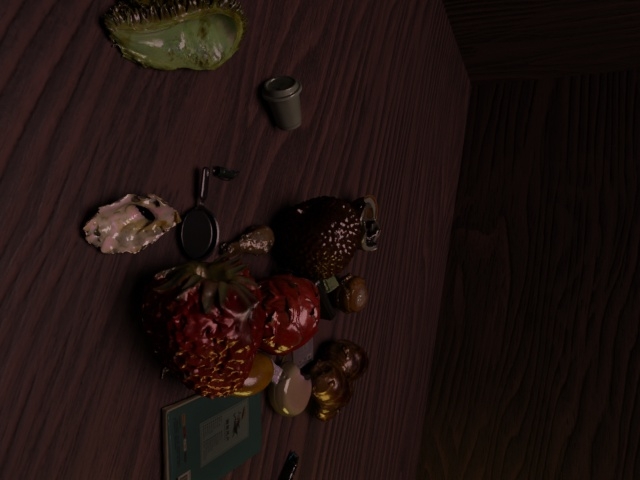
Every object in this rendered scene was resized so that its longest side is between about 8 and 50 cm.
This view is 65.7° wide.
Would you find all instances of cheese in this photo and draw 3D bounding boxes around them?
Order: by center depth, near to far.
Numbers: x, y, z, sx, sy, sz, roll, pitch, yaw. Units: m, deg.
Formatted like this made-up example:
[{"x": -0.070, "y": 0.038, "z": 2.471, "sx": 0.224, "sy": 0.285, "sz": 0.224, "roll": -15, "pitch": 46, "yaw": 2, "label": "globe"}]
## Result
[{"x": -0.116, "y": 0.445, "z": 1.561, "sx": 0.163, "sy": 0.082, "sz": 0.286, "roll": -65, "pitch": 145, "yaw": -34, "label": "cheese"}]

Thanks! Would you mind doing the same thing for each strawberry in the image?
[{"x": -0.272, "y": 0.214, "z": 1.134, "sx": 0.292, "sy": 0.292, "sz": 0.344, "roll": -20, "pitch": 128, "yaw": -58, "label": "strawberry"}]

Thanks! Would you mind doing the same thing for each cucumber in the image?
[{"x": -0.127, "y": 0.820, "z": 1.625, "sx": 0.257, "sy": 0.043, "sz": 0.044, "roll": -64, "pitch": 148, "yaw": -36, "label": "cucumber"}]

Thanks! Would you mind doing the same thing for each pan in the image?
[{"x": -0.300, "y": -0.067, "z": 1.240, "sx": 0.136, "sy": 0.028, "sz": 0.235, "roll": 1, "pitch": 95, "yaw": -61, "label": "pan"}]

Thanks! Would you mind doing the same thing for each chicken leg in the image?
[{"x": -0.201, "y": 0.009, "z": 1.390, "sx": 0.197, "sy": 0.068, "sz": 0.085, "roll": -21, "pitch": 110, "yaw": -51, "label": "chicken leg"}]

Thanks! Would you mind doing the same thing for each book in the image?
[{"x": -0.277, "y": 0.520, "z": 1.340, "sx": 0.379, "sy": 0.031, "sz": 0.265, "roll": -4, "pitch": 97, "yaw": -60, "label": "book"}, {"x": -0.061, "y": 0.348, "z": 1.719, "sx": 0.127, "sy": 0.014, "sz": 0.182, "roll": -16, "pitch": 107, "yaw": -59, "label": "book"}]

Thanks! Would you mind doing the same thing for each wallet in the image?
[{"x": -0.041, "y": 0.177, "z": 1.579, "sx": 0.044, "sy": 0.148, "sz": 0.250, "roll": -64, "pitch": 152, "yaw": -28, "label": "wallet"}]

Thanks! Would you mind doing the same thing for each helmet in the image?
[{"x": 0.149, "y": -0.066, "z": 1.929, "sx": 0.198, "sy": 0.129, "sz": 0.225, "roll": 51, "pitch": 40, "yaw": -55, "label": "helmet"}]

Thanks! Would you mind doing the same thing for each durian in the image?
[{"x": -0.322, "y": -0.498, "z": 1.123, "sx": 0.394, "sy": 0.163, "sz": 0.198, "roll": -34, "pitch": 161, "yaw": -50, "label": "durian"}]

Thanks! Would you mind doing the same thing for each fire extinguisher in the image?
[{"x": -0.251, "y": -0.177, "z": 1.323, "sx": 0.038, "sy": 0.025, "sz": 0.083, "roll": -53, "pitch": 156, "yaw": 18, "label": "fire extinguisher"}]

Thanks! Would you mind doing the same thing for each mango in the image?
[{"x": -0.222, "y": 0.355, "z": 1.338, "sx": 0.227, "sy": 0.099, "sz": 0.136, "roll": 15, "pitch": 42, "yaw": -46, "label": "mango"}]

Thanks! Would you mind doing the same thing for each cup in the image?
[{"x": -0.105, "y": -0.403, "z": 1.472, "sx": 0.141, "sy": 0.119, "sz": 0.120, "roll": 78, "pitch": 32, "yaw": -43, "label": "cup"}]

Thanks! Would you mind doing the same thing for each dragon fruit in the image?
[{"x": -0.115, "y": 0.204, "z": 1.400, "sx": 0.252, "sy": 0.240, "sz": 0.241, "roll": -71, "pitch": 157, "yaw": -75, "label": "dragon fruit"}]

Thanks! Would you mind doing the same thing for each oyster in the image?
[{"x": -0.398, "y": -0.047, "z": 1.044, "sx": 0.209, "sy": 0.071, "sz": 0.133, "roll": -35, "pitch": 131, "yaw": -31, "label": "oyster"}]

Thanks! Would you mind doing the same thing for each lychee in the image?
[{"x": 0.000, "y": 0.000, "z": 1.546, "sx": 0.267, "sy": 0.267, "sz": 0.268, "roll": -10, "pitch": 102, "yaw": -60, "label": "lychee"}]

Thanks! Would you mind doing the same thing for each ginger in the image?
[{"x": 0.074, "y": 0.509, "z": 1.834, "sx": 0.357, "sy": 0.152, "sz": 0.275, "roll": -41, "pitch": 127, "yaw": -50, "label": "ginger"}]

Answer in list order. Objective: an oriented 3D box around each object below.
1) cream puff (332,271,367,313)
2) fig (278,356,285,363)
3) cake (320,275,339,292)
[{"x": 0.108, "y": 0.201, "z": 1.899, "sx": 0.150, "sy": 0.115, "sz": 0.166, "roll": -26, "pitch": 125, "yaw": -49, "label": "cream puff"}, {"x": -0.125, "y": 0.314, "z": 1.565, "sx": 0.166, "sy": 0.093, "sz": 0.093, "roll": 100, "pitch": 13, "yaw": -56, "label": "fig"}, {"x": -0.004, "y": 0.070, "z": 1.708, "sx": 0.100, "sy": 0.099, "sz": 0.236, "roll": -28, "pitch": 116, "yaw": -58, "label": "cake"}]
